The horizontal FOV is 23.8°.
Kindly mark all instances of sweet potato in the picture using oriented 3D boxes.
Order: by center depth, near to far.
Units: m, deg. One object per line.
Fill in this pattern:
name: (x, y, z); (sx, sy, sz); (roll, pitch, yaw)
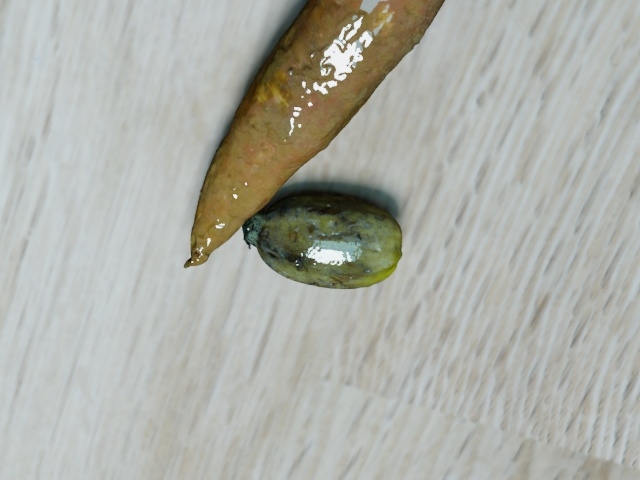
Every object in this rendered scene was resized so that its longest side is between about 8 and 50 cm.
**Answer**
sweet potato: (0.007, -0.103, 0.836); (0.072, 0.066, 0.314); (17, 121, -47)

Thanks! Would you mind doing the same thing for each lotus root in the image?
lotus root: (0.000, 0.000, 0.904); (0.099, 0.049, 0.054); (8, 120, 0)
